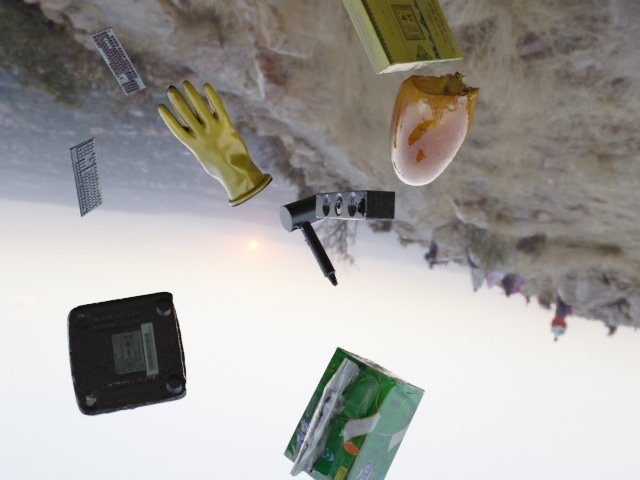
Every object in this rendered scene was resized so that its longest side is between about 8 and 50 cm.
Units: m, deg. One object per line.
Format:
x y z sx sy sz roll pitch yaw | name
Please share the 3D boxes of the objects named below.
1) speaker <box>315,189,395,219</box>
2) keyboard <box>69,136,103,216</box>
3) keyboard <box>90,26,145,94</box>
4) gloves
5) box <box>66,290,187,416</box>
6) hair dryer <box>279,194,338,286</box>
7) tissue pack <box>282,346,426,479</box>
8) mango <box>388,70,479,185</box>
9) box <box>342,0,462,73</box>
0.047 -0.050 0.874 0.046 0.040 0.191 1 -178 -20 | speaker
-0.498 -0.132 1.285 0.010 0.198 0.063 36 -129 18 | keyboard
-0.471 -0.417 1.413 0.055 0.017 0.166 -24 138 -1 | keyboard
-0.237 -0.226 1.345 0.133 0.294 0.116 -33 -162 6 | gloves
-0.219 0.127 0.680 0.125 0.126 0.027 -9 171 -12 | box
-0.001 0.000 1.520 0.114 0.248 0.071 -21 159 -22 | hair dryer
0.039 0.297 0.991 0.156 0.209 0.148 30 175 -41 | tissue pack
0.176 -0.182 1.017 0.125 0.154 0.252 2 153 -5 | mango
0.158 -0.388 1.103 0.041 0.153 0.279 -24 180 42 | box
